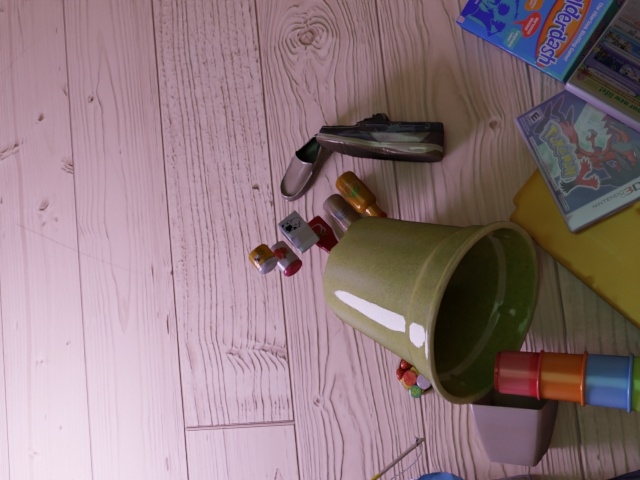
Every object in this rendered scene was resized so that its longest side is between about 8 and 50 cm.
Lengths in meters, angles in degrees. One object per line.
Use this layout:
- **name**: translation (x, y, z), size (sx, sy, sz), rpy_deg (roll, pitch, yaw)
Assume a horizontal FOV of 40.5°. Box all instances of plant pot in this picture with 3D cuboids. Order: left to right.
- **plant pot**: translation (0.152, 0.076, 1.334), size (0.254, 0.276, 0.276), rpy_deg (19, 96, 40)
- **plant pot**: translation (0.297, 0.280, 1.310), size (0.109, 0.109, 0.096), rpy_deg (-1, 98, 30)

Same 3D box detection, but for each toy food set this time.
- **toy food set**: translation (0.000, 0.000, 1.486), size (0.232, 0.111, 0.104), rpy_deg (-40, 72, -7)
- **toy food set**: translation (0.163, 0.216, 1.435), size (0.082, 0.020, 0.083), rpy_deg (47, 108, 24)

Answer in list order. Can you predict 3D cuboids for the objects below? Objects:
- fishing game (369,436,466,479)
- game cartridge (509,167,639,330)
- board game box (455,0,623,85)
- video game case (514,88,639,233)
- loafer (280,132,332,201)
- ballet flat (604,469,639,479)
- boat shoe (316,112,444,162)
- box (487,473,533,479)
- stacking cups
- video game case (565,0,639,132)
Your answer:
- **fishing game**: translation (0.186, 0.462, 1.376), size (0.189, 0.041, 0.264), rpy_deg (-45, 76, 4)
- **game cartridge**: translation (0.474, -0.049, 1.265), size (0.323, 0.053, 0.285), rpy_deg (45, 108, 27)
- **board game box**: translation (0.342, -0.362, 1.362), size (0.210, 0.047, 0.160), rpy_deg (36, 104, 26)
- **video game case**: translation (0.407, -0.140, 1.272), size (0.183, 0.023, 0.201), rpy_deg (-30, 70, 25)
- **loafer**: translation (-0.031, -0.136, 1.556), size (0.056, 0.050, 0.148), rpy_deg (40, 104, 28)
- **ballet flat**: translation (0.416, 0.370, 1.238), size (0.203, 0.074, 0.074), rpy_deg (-23, 75, 10)
- **boat shoe**: translation (0.104, -0.179, 1.470), size (0.223, 0.080, 0.073), rpy_deg (9, 81, 22)
- **box**: translation (0.229, 0.425, 1.300), size (0.203, 0.103, 0.114), rpy_deg (-11, 80, 9)
- **stacking cups**: translation (0.409, 0.206, 1.230), size (0.316, 0.096, 0.096), rpy_deg (0, 86, 22)
- **video game case**: translation (0.490, -0.239, 1.225), size (0.212, 0.023, 0.193), rpy_deg (35, 82, 16)
